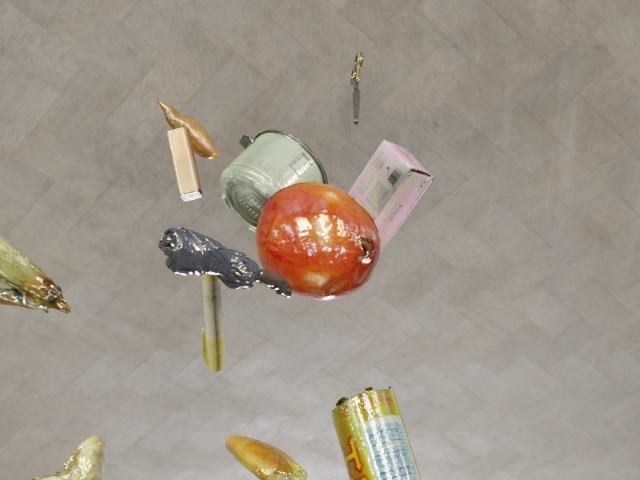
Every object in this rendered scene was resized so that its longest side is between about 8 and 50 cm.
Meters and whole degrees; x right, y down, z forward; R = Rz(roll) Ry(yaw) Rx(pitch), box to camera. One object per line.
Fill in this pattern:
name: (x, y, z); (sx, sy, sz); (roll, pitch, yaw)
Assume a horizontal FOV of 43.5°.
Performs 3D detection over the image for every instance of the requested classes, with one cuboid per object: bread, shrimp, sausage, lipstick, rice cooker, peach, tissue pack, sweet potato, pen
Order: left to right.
shrimp: (-0.575, 0.068, 1.458); (0.267, 0.061, 0.145); (29, 113, -13)
lipstick: (-0.280, -0.157, 1.653); (0.045, 0.145, 0.045); (-14, 165, 2)
sweet potato: (-0.294, -0.247, 1.764); (0.195, 0.056, 0.056); (42, 123, 7)
pen: (-0.182, 0.118, 1.324); (0.040, 0.032, 0.233); (0, 114, 1)
bread: (-0.097, 0.348, 1.283); (0.136, 0.054, 0.154); (23, 164, 30)
rice cooker: (-0.115, -0.152, 2.059); (0.280, 0.227, 0.241); (41, 149, -1)
peach: (0.000, 0.000, 1.706); (0.281, 0.281, 0.238); (-7, 124, 1)
tissue pack: (0.158, -0.115, 2.054); (0.092, 0.148, 0.246); (15, 119, -39)
sausage: (0.110, 0.411, 1.323); (0.117, 0.317, 0.125); (-17, 155, 2)

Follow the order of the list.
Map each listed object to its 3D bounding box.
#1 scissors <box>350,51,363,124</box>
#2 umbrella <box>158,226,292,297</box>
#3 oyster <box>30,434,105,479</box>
scissors: (0.081, -0.337, 1.818); (0.017, 0.220, 0.088); (10, 138, -8)
umbrella: (-0.143, 0.040, 1.239); (0.248, 0.071, 0.071); (22, 128, -43)
oyster: (-0.375, 0.416, 1.019); (0.110, 0.341, 0.166); (24, 130, 14)
